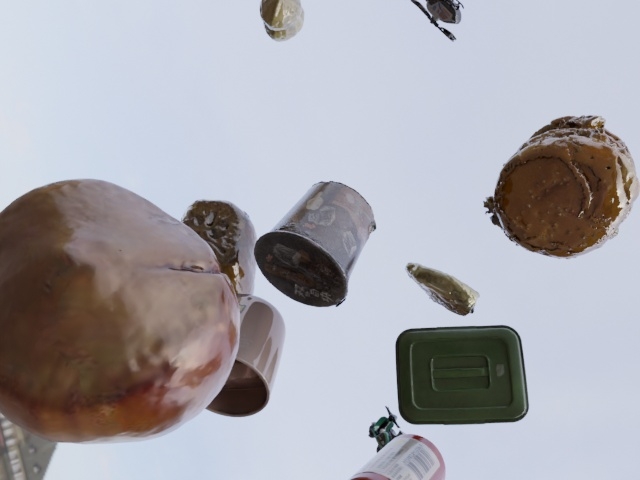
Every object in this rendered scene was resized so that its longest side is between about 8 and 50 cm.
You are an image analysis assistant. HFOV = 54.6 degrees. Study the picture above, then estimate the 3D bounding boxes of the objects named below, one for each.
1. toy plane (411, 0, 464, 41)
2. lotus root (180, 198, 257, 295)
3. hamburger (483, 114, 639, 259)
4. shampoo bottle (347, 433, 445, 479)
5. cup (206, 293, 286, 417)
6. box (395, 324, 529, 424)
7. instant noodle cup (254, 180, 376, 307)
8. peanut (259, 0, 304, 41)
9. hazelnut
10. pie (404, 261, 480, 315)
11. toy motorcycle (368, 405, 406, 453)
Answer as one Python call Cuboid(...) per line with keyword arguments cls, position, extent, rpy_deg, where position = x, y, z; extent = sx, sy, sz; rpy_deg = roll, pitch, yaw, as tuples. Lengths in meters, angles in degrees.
Cuboid(cls="toy plane", position=(0.283, -0.581, 1.533), extent=(0.197, 0.053, 0.078), rpy_deg=(48, -52, 20))
Cuboid(cls="lotus root", position=(-0.290, 0.019, 1.511), extent=(0.316, 0.316, 0.250), rpy_deg=(64, -23, 18))
Cuboid(cls="hamburger", position=(0.425, -0.086, 1.106), extent=(0.261, 0.211, 0.244), rpy_deg=(-9, -73, 22))
Cuboid(cls="shampoo bottle", position=(0.087, 0.358, 0.856), extent=(0.105, 0.278, 0.104), rpy_deg=(1, -88, 26))
Cuboid(cls="cup", position=(-0.203, 0.241, 1.325), extent=(0.253, 0.200, 0.191), rpy_deg=(-15, -59, 22))
Cuboid(cls="box", position=(0.374, 0.369, 1.665), extent=(0.177, 0.329, 0.252), rpy_deg=(61, 28, -66))
Cuboid(cls="instant noodle cup", position=(0.000, 0.000, 1.326), extent=(0.218, 0.207, 0.217), rpy_deg=(19, -41, 17))
Cuboid(cls="peanut", position=(-0.111, -0.638, 1.756), extent=(0.298, 0.120, 0.136), rpy_deg=(-80, -179, -80))
Cuboid(cls="hazelnut", position=(-0.285, 0.103, 0.806), extent=(0.372, 0.315, 0.372), rpy_deg=(32, -38, 29))
Cuboid(cls="pie", position=(0.270, 0.110, 1.407), extent=(0.185, 0.052, 0.218), rpy_deg=(29, -7, 11))
Cuboid(cls="toy motorcycle", position=(0.186, 0.535, 1.707), extent=(0.100, 0.058, 0.173), rpy_deg=(-50, -159, 2))
